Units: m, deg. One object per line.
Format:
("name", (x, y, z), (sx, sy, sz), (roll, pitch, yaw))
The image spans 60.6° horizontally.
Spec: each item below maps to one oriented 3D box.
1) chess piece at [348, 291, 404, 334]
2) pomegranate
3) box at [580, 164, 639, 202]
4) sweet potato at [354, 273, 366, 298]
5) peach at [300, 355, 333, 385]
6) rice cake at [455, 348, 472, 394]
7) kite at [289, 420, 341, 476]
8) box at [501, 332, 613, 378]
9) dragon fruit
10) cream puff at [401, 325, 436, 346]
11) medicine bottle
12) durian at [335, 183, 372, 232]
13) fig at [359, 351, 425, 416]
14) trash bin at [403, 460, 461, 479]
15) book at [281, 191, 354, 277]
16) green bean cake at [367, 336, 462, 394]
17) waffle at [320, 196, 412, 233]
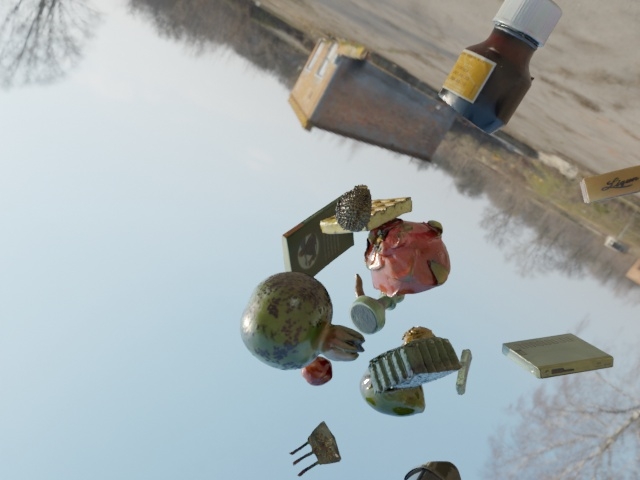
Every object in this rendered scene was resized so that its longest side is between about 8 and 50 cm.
("chess piece", (0.233, 0.225, 1.981), (0.139, 0.139, 0.271), (38, -138, 26))
("pomegranate", (-0.040, 0.234, 1.478), (0.340, 0.285, 0.285), (19, -167, 15))
("box", (0.758, -0.145, 1.410), (0.237, 0.152, 0.070), (-14, -89, -67))
("sweet potato", (0.194, 0.274, 2.584), (0.057, 0.057, 0.264), (16, -133, -42))
("peach", (-0.009, 0.417, 1.761), (0.101, 0.101, 0.101), (28, -164, -9))
("rice cake", (0.500, 0.457, 1.910), (0.034, 0.043, 0.211), (-7, -155, 25))
("kite", (-0.017, 0.679, 1.764), (0.245, 0.015, 0.141), (-2, -122, -57))
("box", (0.732, 0.358, 1.710), (0.270, 0.045, 0.211), (-5, -165, -17))
("dragon fruit", (0.289, 0.028, 1.857), (0.305, 0.226, 0.305), (-14, -157, 6))
("cream puff", (0.344, 0.360, 1.953), (0.119, 0.133, 0.104), (45, 180, -44))
("medicine bottle", (0.556, -0.542, 1.661), (0.242, 0.395, 0.242), (30, -161, -12))
("durian", (0.069, -0.071, 1.307), (0.071, 0.140, 0.110), (4, -131, -17))
("fig", (0.249, 0.492, 1.825), (0.225, 0.203, 0.203), (39, -165, -2))
("trash bin", (0.325, 0.850, 1.750), (0.182, 0.209, 0.290), (39, -128, 12))
("book", (0.000, 0.000, 2.103), (0.043, 0.260, 0.371), (24, -136, 35))
("green bean cake", (0.228, 0.306, 1.348), (0.181, 0.173, 0.094), (2, -119, -38))
("waffle", (0.154, -0.084, 1.844), (0.248, 0.055, 0.221), (-25, -166, -37))
